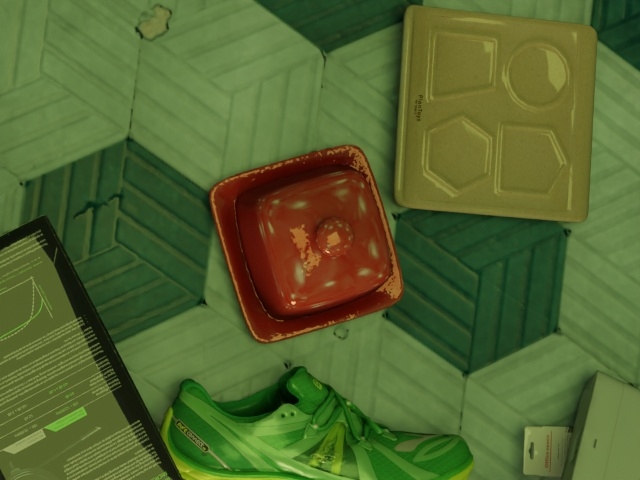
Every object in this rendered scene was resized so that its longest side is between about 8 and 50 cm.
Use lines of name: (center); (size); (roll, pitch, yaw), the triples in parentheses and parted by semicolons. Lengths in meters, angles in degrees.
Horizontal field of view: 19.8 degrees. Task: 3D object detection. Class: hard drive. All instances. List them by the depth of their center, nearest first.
hard drive: (0.371, 0.259, 1.696); (0.308, 0.040, 0.203); (26, 41, -1)

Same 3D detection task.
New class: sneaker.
sneaker: (0.003, 0.177, 1.656); (0.296, 0.109, 0.123); (6, 90, -14)

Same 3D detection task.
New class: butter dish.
butter dish: (0.000, 0.000, 1.659); (0.160, 0.118, 0.160); (-17, 91, -16)

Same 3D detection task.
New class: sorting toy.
sorting toy: (0.166, -0.119, 1.756); (0.208, 0.038, 0.193); (5, 86, -19)

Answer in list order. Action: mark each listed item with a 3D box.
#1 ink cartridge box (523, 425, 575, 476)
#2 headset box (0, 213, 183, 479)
ink cartridge box: (0.228, 0.201, 1.757); (0.083, 0.028, 0.048); (4, 85, -16)
headset box: (-0.235, 0.137, 1.524); (0.131, 0.246, 0.283); (-28, 96, -15)
